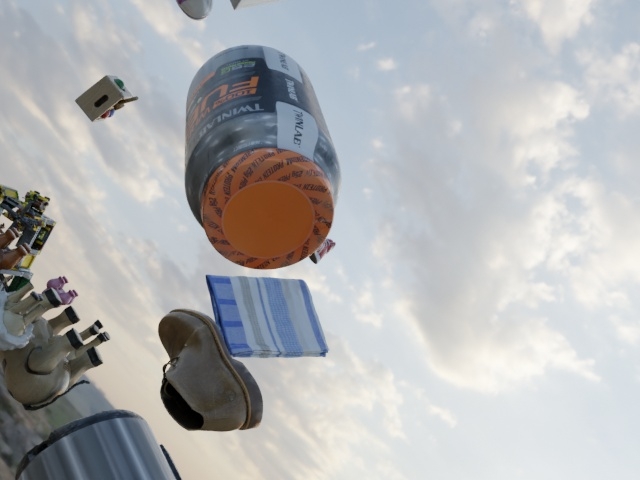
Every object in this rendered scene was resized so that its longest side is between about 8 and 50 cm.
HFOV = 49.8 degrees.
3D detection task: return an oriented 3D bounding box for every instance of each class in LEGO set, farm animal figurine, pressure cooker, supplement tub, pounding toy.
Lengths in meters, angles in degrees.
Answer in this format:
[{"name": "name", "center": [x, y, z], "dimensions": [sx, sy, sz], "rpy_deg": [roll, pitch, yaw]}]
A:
[{"name": "LEGO set", "center": [-0.813, 0.006, 1.661], "dimensions": [0.255, 0.331, 0.192], "rpy_deg": [36, 2, 16]}, {"name": "farm animal figurine", "center": [-0.485, 0.164, 1.148], "dimensions": [0.327, 0.172, 0.330], "rpy_deg": [42, -16, 49]}, {"name": "pressure cooker", "center": [-0.525, 0.690, 1.712], "dimensions": [0.420, 0.375, 0.370], "rpy_deg": [52, -8, 32]}, {"name": "supplement tub", "center": [-0.080, -0.115, 0.902], "dimensions": [0.316, 0.193, 0.194], "rpy_deg": [-106, 172, -54]}, {"name": "pounding toy", "center": [-0.556, -0.375, 1.834], "dimensions": [0.100, 0.141, 0.130], "rpy_deg": [52, 5, -11]}]

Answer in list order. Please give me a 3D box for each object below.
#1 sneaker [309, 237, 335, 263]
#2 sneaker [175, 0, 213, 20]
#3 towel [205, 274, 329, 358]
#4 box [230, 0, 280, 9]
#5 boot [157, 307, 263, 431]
[{"name": "sneaker", "center": [0.000, 0.000, 1.612], "dimensions": [0.042, 0.067, 0.118], "rpy_deg": [39, -24, 25]}, {"name": "sneaker", "center": [-0.334, -0.677, 1.654], "dimensions": [0.161, 0.102, 0.282], "rpy_deg": [-126, -161, -78]}, {"name": "towel", "center": [-0.116, 0.170, 1.565], "dimensions": [0.034, 0.285, 0.209], "rpy_deg": [-42, -125, 38]}, {"name": "box", "center": [-0.132, -0.676, 1.696], "dimensions": [0.182, 0.181, 0.119], "rpy_deg": [-27, -94, 60]}, {"name": "boot", "center": [-0.212, 0.198, 1.099], "dimensions": [0.305, 0.115, 0.112], "rpy_deg": [35, -59, 49]}]
